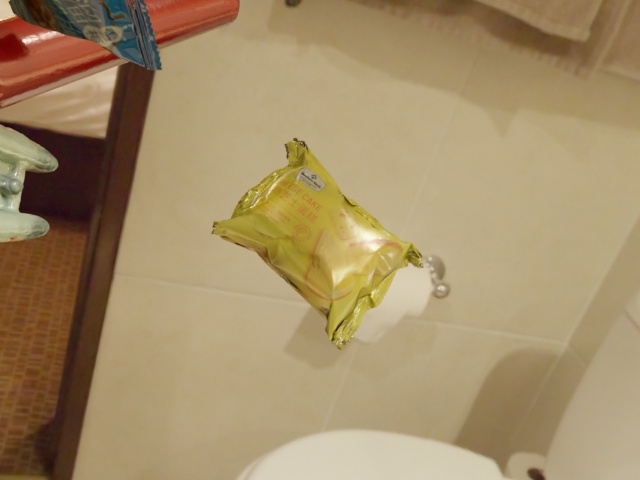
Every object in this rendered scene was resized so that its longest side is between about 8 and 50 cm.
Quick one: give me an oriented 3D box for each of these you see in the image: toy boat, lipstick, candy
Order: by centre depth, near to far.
[{"bbox_3d":[-0.182,-0.176,0.504,0.136,0.088,0.038,22,68,9],"label":"candy"},{"bbox_3d":[-0.195,-0.202,0.653,0.073,0.073,0.280,32,46,26],"label":"lipstick"},{"bbox_3d":[-0.366,-0.067,0.698,0.079,0.134,0.208,-1,-13,44],"label":"toy boat"}]

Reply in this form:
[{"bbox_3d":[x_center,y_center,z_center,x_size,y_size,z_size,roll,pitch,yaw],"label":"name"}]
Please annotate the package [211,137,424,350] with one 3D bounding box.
[{"bbox_3d":[0.000,0.000,0.808,0.226,0.090,0.168,42,69,2],"label":"package"}]
